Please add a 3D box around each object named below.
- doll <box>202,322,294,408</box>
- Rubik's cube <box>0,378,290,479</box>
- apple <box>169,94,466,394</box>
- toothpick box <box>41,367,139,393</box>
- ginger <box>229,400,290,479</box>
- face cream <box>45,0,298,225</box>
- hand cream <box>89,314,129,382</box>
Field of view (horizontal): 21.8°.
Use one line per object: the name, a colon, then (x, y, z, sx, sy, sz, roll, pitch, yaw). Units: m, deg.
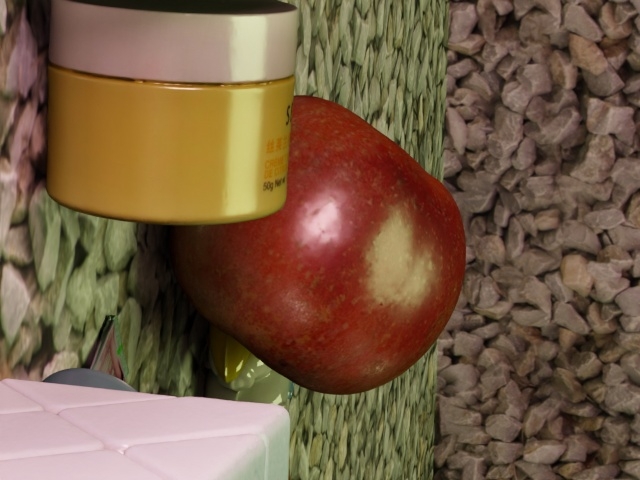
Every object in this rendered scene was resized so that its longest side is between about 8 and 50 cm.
doll: (-0.086, 0.161, 2.053, 0.252, 0.111, 0.237, -83, 172, -49)
Rubik's cube: (-0.209, 0.276, 1.090, 0.322, 0.319, 0.316, -35, 129, -75)
apple: (0.000, 0.000, 1.853, 0.277, 0.348, 0.348, -53, 167, 4)
toothpick box: (-0.225, 0.213, 1.449, 0.184, 0.120, 0.120, -67, 159, -44)
ginger: (-0.117, 0.261, 1.821, 0.321, 0.172, 0.165, 14, 86, -78)
face cream: (-0.132, -0.123, 1.470, 0.218, 0.218, 0.179, -42, 137, -72)
hand cream: (-0.228, 0.189, 1.609, 0.275, 0.050, 0.079, -77, -168, -50)
